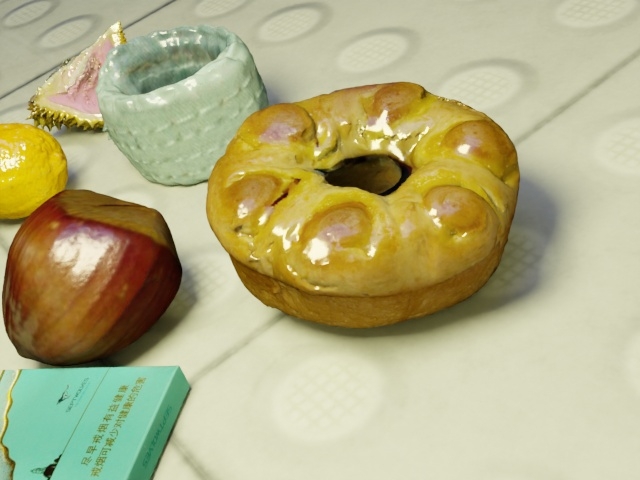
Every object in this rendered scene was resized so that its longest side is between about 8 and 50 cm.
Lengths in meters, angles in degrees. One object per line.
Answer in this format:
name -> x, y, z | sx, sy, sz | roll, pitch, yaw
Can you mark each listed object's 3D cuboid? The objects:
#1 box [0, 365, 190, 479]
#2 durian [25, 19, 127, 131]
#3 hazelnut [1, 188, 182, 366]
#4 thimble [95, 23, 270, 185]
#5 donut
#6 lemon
box -> -0.265, 0.201, 0.942 | 0.229, 0.041, 0.162 | -5, 39, 20
durian -> -0.379, -0.252, 1.506 | 0.165, 0.132, 0.182 | -9, 47, 34
hazelnut -> -0.269, 0.046, 1.052 | 0.181, 0.180, 0.212 | -7, 24, -37
thimble -> -0.201, -0.197, 1.311 | 0.250, 0.172, 0.205 | -4, 41, 19
donut -> 0.048, -0.042, 0.965 | 0.317, 0.150, 0.299 | 21, 56, 24
lemon -> -0.458, -0.101, 1.337 | 0.187, 0.142, 0.142 | 0, 39, 8
